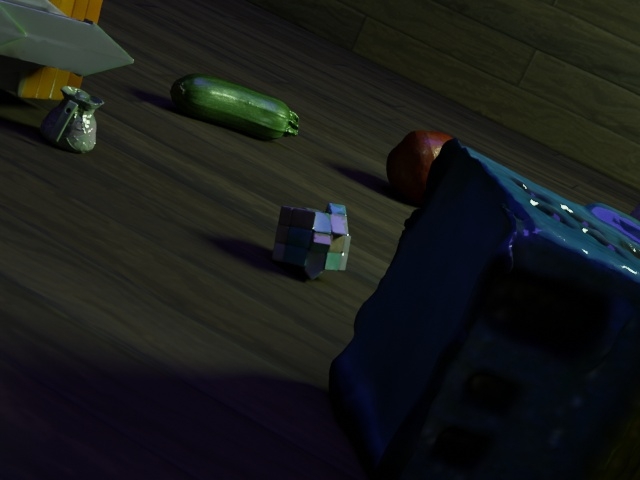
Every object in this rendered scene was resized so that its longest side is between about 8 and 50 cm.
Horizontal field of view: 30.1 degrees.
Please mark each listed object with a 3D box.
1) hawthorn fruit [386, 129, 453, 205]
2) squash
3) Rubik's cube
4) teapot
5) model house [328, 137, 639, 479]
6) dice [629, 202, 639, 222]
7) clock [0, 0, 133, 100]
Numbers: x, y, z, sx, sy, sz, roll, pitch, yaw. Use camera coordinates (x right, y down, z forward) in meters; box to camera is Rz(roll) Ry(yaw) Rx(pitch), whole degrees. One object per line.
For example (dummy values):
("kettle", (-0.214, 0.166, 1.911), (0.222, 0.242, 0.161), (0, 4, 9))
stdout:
("hawthorn fruit", (0.171, -0.113, 1.873), (0.125, 0.125, 0.140), (13, 17, -38))
("squash", (-0.129, -0.203, 1.813), (0.219, 0.068, 0.077), (16, 8, -28))
("Rubik's cube", (-0.001, -0.002, 1.283), (0.073, 0.075, 0.084), (11, 21, 32))
("teapot", (-0.281, -0.137, 1.343), (0.064, 0.064, 0.083), (24, 14, 2))
("model house", (0.187, 0.095, 0.947), (0.303, 0.237, 0.215), (20, 17, -22))
("dice", (0.395, 0.111, 1.168), (0.243, 0.259, 0.251), (31, 17, 31))
("clock", (-0.379, -0.264, 1.379), (0.309, 0.166, 0.235), (12, 11, -30))
